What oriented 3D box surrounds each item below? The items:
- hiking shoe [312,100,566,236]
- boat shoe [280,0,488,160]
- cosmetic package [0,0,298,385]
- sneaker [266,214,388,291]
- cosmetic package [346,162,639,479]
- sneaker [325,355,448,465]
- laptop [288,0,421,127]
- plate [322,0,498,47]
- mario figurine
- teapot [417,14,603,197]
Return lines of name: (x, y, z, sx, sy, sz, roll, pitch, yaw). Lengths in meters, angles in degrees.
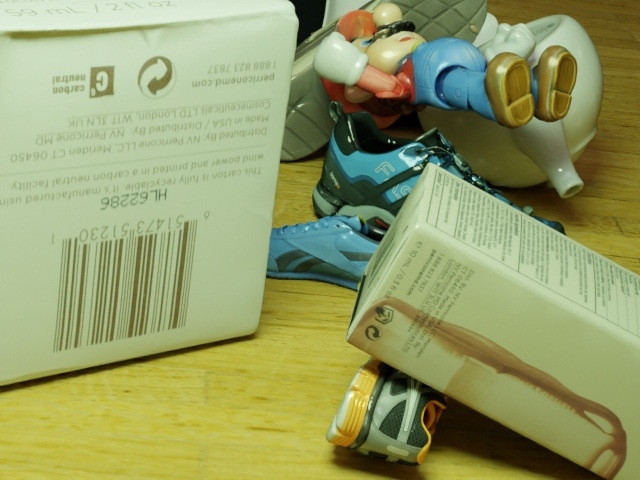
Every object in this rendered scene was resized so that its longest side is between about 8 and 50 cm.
hiking shoe: (0.130, -0.053, 1.731, 0.304, 0.132, 0.113, 17, 25, 20)
boat shoe: (0.043, -0.240, 1.985, 0.355, 0.132, 0.130, -31, 30, -9)
cosmetic package: (-0.279, -0.106, 1.466, 0.329, 0.327, 0.393, -11, 28, -38)
sneaker: (0.000, 0.000, 1.631, 0.209, 0.082, 0.069, 10, 25, 7)
cosmetic package: (0.185, 0.076, 1.335, 0.296, 0.129, 0.153, 28, 24, -3)
sneaker: (0.072, 0.132, 1.360, 0.083, 0.084, 0.215, 26, 29, 7)
laptop: (-0.120, -0.240, 2.238, 0.382, 0.236, 0.408, -6, -2, -31)
plate: (0.123, -0.271, 2.203, 0.278, 0.045, 0.277, 21, 42, -15)
mario figurine: (0.122, -0.213, 1.770, 0.320, 0.170, 0.198, 12, -17, 43)
teapot: (0.254, -0.151, 1.958, 0.252, 0.187, 0.256, -15, 21, 48)
